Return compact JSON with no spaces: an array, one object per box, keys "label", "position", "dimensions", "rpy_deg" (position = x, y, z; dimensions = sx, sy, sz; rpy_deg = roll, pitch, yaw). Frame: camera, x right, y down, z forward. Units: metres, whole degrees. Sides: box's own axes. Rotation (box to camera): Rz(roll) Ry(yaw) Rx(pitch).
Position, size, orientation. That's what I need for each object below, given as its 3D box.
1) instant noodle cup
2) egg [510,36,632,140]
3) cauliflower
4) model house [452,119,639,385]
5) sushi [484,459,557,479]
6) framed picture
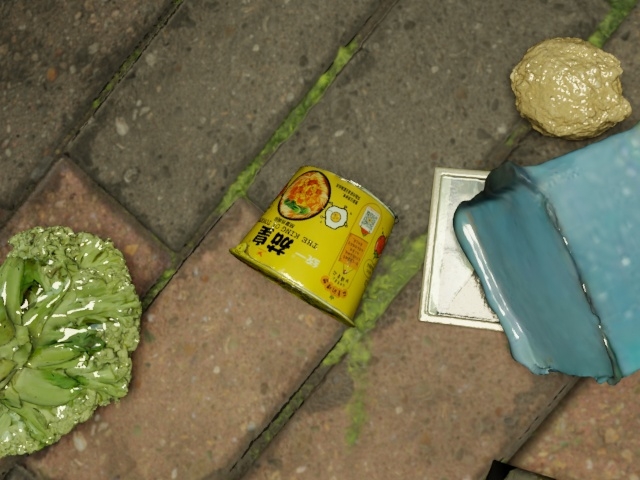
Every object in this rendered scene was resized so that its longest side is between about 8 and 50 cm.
[{"label":"instant noodle cup","position":[0.000,0.000,0.849],"dimensions":[0.182,0.182,0.144],"rpy_deg":[29,83,12]},{"label":"egg","position":[0.299,-0.180,0.829],"dimensions":[0.140,0.118,0.116],"rpy_deg":[36,76,3]},{"label":"cauliflower","position":[-0.362,0.122,0.864],"dimensions":[0.272,0.250,0.275],"rpy_deg":[-21,86,10]},{"label":"model house","position":[0.340,-0.008,0.761],"dimensions":[0.303,0.215,0.237],"rpy_deg":[-23,84,-7]},{"label":"sushi","position":[0.226,0.408,0.800],"dimensions":[0.109,0.134,0.273],"rpy_deg":[31,81,-19]},{"label":"framed picture","position":[0.209,0.012,0.881],"dimensions":[0.150,0.015,0.203],"rpy_deg":[7,87,12]}]
